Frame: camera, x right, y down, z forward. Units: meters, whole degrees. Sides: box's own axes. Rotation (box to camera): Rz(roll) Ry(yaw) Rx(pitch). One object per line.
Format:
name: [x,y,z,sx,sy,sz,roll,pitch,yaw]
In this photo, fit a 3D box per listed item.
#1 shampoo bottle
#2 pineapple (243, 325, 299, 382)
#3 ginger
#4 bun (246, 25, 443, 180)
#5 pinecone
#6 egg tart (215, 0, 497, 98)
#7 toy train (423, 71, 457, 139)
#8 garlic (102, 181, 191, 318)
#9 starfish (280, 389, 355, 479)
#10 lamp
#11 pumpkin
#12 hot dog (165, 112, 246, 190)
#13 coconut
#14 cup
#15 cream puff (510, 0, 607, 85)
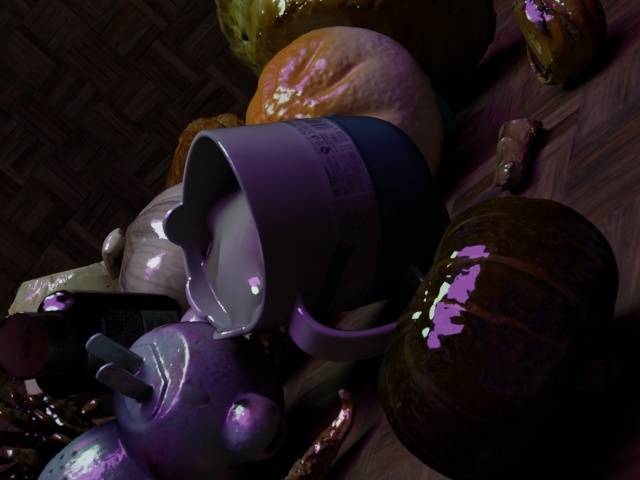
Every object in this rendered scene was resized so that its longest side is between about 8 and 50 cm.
shampoo bottle: [-0.262,0.122,1.281,0.323,0.084,0.129,8,-95,-71]
pineapple: [-0.073,0.122,1.392,0.161,0.136,0.176,2,-28,-46]
ginger: [0.219,-0.101,1.232,0.057,0.044,0.137,-16,32,33]
bun: [0.007,-0.134,1.432,0.165,0.298,0.299,-3,-28,-48]
pinecone: [-0.432,0.355,1.604,0.309,0.244,0.244,-61,15,-10]
egg tart: [0.046,-0.314,1.619,0.443,0.443,0.178,-34,35,45]
toy train: [0.079,-0.157,1.584,0.248,0.159,0.101,-27,38,36]
garlic: [-0.184,0.068,1.598,0.241,0.322,0.322,9,51,34]
starfish: [-0.059,0.285,0.928,0.301,0.084,0.293,-43,12,3]
lamp: [-0.189,0.213,1.192,0.301,0.247,0.247,-46,33,9]
pumpkin: [0.137,0.074,0.782,0.219,0.162,0.219,23,-90,-85]
hot dog: [-0.117,-0.092,1.809,0.387,0.267,0.174,-27,41,62]
coconut: [-0.365,0.163,1.731,0.239,0.244,0.239,-14,1,0]
cup: [0.000,0.000,1.157,0.258,0.289,0.219,-11,-38,-26]
cream puff: [0.288,-0.255,1.297,0.104,0.119,0.133,-24,29,7]
